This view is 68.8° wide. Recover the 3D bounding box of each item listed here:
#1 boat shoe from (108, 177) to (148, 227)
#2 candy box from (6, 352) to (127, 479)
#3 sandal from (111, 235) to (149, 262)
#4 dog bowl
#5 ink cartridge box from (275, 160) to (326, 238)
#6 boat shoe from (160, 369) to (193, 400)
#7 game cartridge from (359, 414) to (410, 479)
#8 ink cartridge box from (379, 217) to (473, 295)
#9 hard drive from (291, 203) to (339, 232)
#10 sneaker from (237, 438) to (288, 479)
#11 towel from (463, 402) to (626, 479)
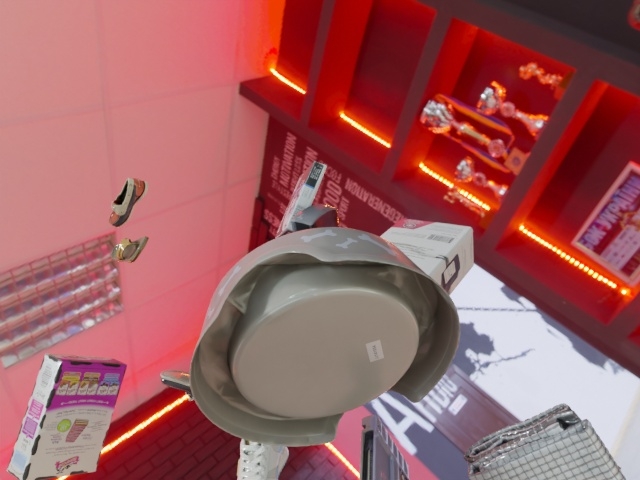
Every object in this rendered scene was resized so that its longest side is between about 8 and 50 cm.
[{"bbox_3d":[-0.422,-0.081,1.002,0.137,0.049,0.043,-44,-30,25],"label":"boat shoe"},{"bbox_3d":[-0.523,0.364,0.980,0.159,0.071,0.234,29,-108,-55],"label":"candy box"},{"bbox_3d":[-0.521,0.021,1.251,0.049,0.180,0.072,38,-122,-38],"label":"sandal"},{"bbox_3d":[0.004,0.133,0.632,0.348,0.102,0.349,-7,-53,-9],"label":"dog bowl"},{"bbox_3d":[-0.064,-0.099,1.315,0.207,0.045,0.208,-69,11,-16],"label":"ink cartridge box"},{"bbox_3d":[-0.307,0.381,1.173,0.205,0.075,0.065,22,-89,-19],"label":"boat shoe"},{"bbox_3d":[0.162,0.631,1.113,0.068,0.230,0.355,-26,23,20],"label":"game cartridge"},{"bbox_3d":[0.189,0.052,0.962,0.237,0.171,0.100,-36,-55,-43],"label":"ink cartridge box"},{"bbox_3d":[0.000,0.000,1.159,0.254,0.054,0.172,-36,-60,-70],"label":"hard drive"},{"bbox_3d":[-0.115,0.406,0.835,0.087,0.093,0.229,-16,9,5],"label":"sneaker"},{"bbox_3d":[0.502,0.515,1.038,0.283,0.235,0.121,-35,4,17],"label":"towel"}]
